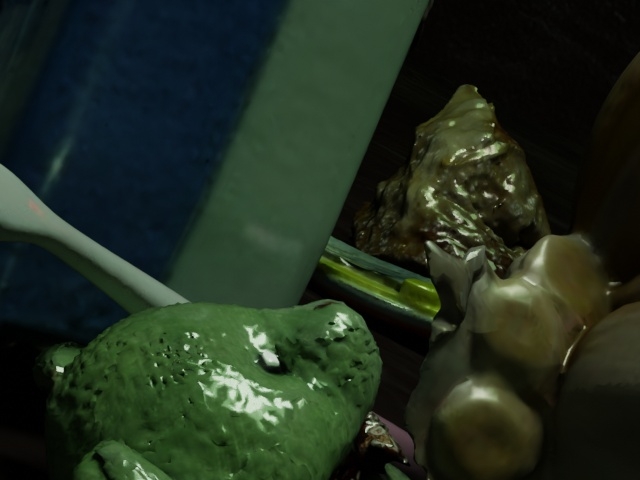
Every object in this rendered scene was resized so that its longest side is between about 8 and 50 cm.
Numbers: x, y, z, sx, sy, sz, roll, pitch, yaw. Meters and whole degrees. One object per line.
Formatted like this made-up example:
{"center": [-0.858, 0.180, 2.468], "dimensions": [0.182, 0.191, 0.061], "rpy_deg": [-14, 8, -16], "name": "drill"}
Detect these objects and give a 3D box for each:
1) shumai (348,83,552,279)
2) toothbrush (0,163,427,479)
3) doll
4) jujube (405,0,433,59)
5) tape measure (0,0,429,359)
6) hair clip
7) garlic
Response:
{"center": [0.080, -0.003, 0.968], "dimensions": [0.123, 0.105, 0.139], "rpy_deg": [32, 35, 7], "name": "shumai"}
{"center": [-0.011, 0.040, 0.500], "dimensions": [0.286, 0.025, 0.020], "rpy_deg": [35, 41, -41], "name": "toothbrush"}
{"center": [0.005, 0.060, 0.440], "dimensions": [0.150, 0.077, 0.115], "rpy_deg": [33, -1, -23], "name": "doll"}
{"center": [-0.051, -0.195, 1.269], "dimensions": [0.226, 0.226, 0.317], "rpy_deg": [24, 4, -21], "name": "jujube"}
{"center": [-0.072, -0.106, 0.564], "dimensions": [0.138, 0.259, 0.262], "rpy_deg": [23, 2, -33], "name": "tape measure"}
{"center": [0.000, 0.000, 0.861], "dimensions": [0.188, 0.033, 0.060], "rpy_deg": [34, 13, 20], "name": "hair clip"}
{"center": [0.114, 0.035, 0.486], "dimensions": [0.207, 0.207, 0.256], "rpy_deg": [30, -2, 16], "name": "garlic"}
